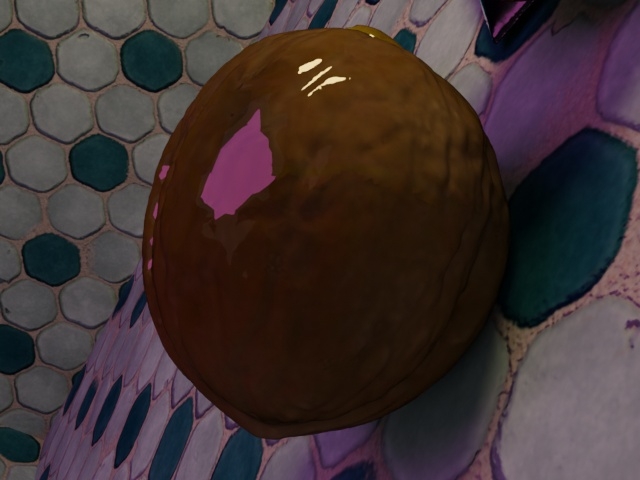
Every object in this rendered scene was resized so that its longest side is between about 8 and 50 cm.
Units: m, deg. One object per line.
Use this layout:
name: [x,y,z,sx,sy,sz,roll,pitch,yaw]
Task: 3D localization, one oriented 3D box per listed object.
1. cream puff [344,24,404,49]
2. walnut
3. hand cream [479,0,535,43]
cream puff: [0.042,-0.144,1.013,0.195,0.195,0.221,-44,15,48]
walnut: [0.000,0.000,0.724,0.333,0.333,0.333,-54,20,30]
hand cream: [0.207,-0.326,0.976,0.120,0.061,0.270,-47,31,31]
